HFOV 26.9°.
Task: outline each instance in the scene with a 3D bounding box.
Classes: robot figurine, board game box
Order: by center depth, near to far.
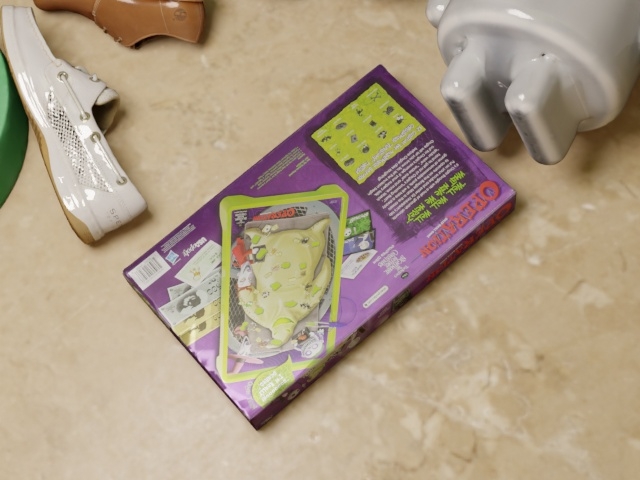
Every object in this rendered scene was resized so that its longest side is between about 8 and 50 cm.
[{"bbox_3d":[0.247,-0.251,1.332,0.300,0.200,0.353,18,70,30],"label":"robot figurine"},{"bbox_3d":[0.000,0.000,1.338,0.347,0.056,0.208,-39,65,-10],"label":"board game box"}]

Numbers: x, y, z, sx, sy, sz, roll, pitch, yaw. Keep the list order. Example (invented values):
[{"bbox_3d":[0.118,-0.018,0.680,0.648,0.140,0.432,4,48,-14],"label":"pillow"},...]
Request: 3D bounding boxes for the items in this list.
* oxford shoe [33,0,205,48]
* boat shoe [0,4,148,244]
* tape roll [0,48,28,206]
[{"bbox_3d":[-0.226,-0.248,1.457,0.212,0.076,0.076,9,108,20],"label":"oxford shoe"},{"bbox_3d":[-0.255,-0.133,1.397,0.096,0.098,0.277,-23,76,-4],"label":"boat shoe"},{"bbox_3d":[-0.477,-0.119,1.421,0.321,0.077,0.321,-2,67,6],"label":"tape roll"}]
